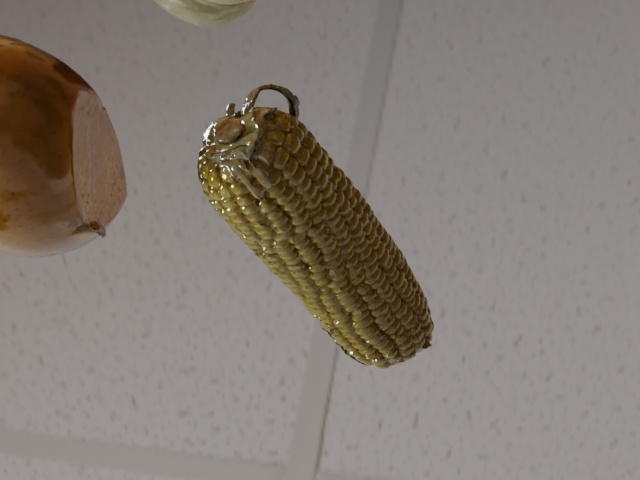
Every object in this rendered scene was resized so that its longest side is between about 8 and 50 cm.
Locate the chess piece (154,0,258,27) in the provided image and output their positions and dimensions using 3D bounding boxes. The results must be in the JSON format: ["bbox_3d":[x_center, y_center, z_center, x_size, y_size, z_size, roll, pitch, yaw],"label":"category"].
[{"bbox_3d":[-0.064,-0.359,1.724,0.167,0.300,0.167,15,-122,-26],"label":"chess piece"}]

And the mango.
[{"bbox_3d":[-0.254,-0.065,1.363,0.191,0.290,0.159,6,-103,13],"label":"mango"}]

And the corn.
[{"bbox_3d":[0.000,0.000,1.361,0.106,0.293,0.106,-19,-136,20],"label":"corn"}]
